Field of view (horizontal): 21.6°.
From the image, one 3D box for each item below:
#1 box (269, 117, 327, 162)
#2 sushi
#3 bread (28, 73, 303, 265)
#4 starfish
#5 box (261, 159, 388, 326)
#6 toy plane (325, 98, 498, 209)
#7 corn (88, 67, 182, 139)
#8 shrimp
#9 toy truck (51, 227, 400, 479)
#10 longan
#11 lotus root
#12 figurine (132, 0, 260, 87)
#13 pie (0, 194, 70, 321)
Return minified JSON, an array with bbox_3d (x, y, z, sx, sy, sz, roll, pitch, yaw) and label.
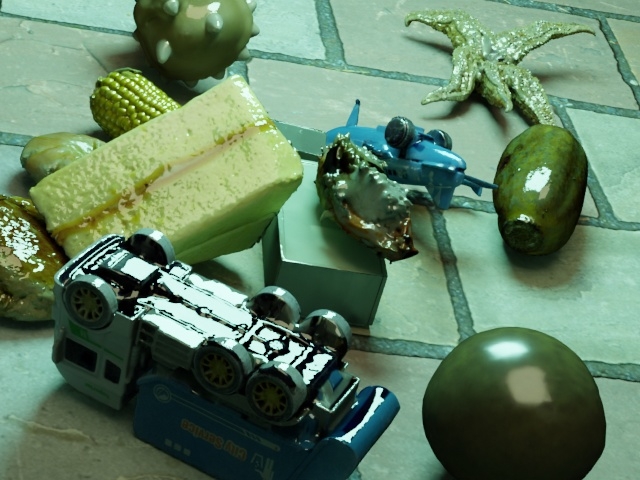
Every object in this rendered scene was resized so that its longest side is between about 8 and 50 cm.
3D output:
[{"bbox_3d":[-0.047,-0.111,2.217,0.122,0.069,0.084,13,32,-4],"label":"box"},{"bbox_3d":[0.043,-0.059,1.996,0.097,0.103,0.226,-1,30,-27],"label":"sushi"},{"bbox_3d":[-0.173,-0.067,1.935,0.264,0.163,0.167,-18,65,-46],"label":"bread"},{"bbox_3d":[0.278,-0.247,2.543,0.301,0.084,0.293,9,38,-4],"label":"starfish"},{"bbox_3d":[0.000,0.000,2.059,0.129,0.086,0.225,9,34,-11],"label":"box"},{"bbox_3d":[0.097,-0.113,2.212,0.254,0.105,0.271,15,8,-46],"label":"toy plane"},{"bbox_3d":[-0.191,-0.128,2.160,0.260,0.091,0.091,37,80,23],"label":"corn"},{"bbox_3d":[-0.242,-0.071,2.091,0.267,0.061,0.145,18,26,6],"label":"shrimp"},{"bbox_3d":[-0.105,0.134,1.737,0.367,0.175,0.146,26,33,15],"label":"toy truck"},{"bbox_3d":[0.207,0.183,1.788,0.198,0.198,0.212,19,30,5],"label":"longan"},{"bbox_3d":[0.295,-0.069,2.244,0.123,0.124,0.241,-10,31,18],"label":"lotus root"},{"bbox_3d":[-0.176,-0.302,2.369,0.177,0.247,0.173,-20,80,-9],"label":"figurine"},{"bbox_3d":[-0.337,0.015,1.909,0.163,0.079,0.193,3,37,-40],"label":"pie"}]
